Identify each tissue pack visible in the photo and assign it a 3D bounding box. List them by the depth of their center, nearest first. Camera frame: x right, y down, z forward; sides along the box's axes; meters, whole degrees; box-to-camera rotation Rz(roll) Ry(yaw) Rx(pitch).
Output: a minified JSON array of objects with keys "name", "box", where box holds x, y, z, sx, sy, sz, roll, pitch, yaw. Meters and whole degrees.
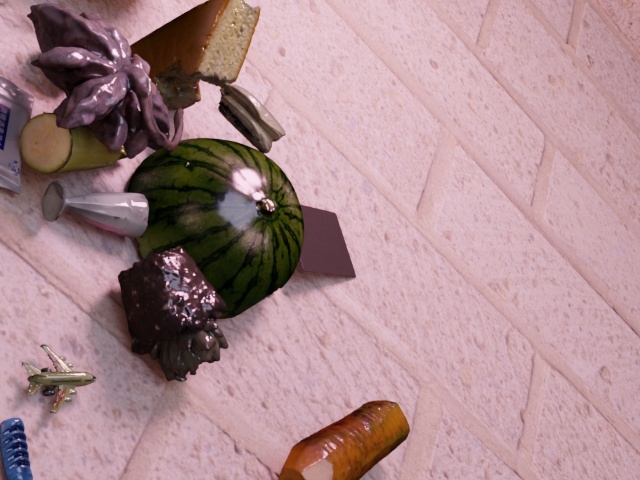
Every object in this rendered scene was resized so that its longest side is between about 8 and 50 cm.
[{"name":"tissue pack","box":[-0.495,-0.171,1.669,0.122,0.026,0.193,26,51,-37]}]

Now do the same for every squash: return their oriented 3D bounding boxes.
[{"name":"squash","box":[-0.363,-0.146,1.746,0.224,0.094,0.094,-1,67,-64]}]

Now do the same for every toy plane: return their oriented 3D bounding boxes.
[{"name":"toy plane","box":[-0.368,0.196,1.564,0.111,0.040,0.102,11,61,-45]}]

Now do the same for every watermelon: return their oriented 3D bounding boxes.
[{"name":"watermelon","box":[-0.146,-0.052,1.866,0.330,0.189,0.331,34,43,-38]}]

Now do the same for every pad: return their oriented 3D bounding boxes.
[{"name":"pad","box":[0.000,0.000,2.091,0.211,0.003,0.143,11,58,-60]}]

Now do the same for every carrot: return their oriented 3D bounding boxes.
[{"name":"carrot","box":[0.037,0.355,1.857,0.301,0.114,0.114,-24,85,-54]}]

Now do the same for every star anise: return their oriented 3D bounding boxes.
[{"name":"star anise","box":[-0.315,-0.247,1.706,0.316,0.139,0.359,60,17,-22]}]

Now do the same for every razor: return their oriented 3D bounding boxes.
[{"name":"razor","box":[-0.384,0.355,1.445,0.082,0.042,0.253,6,61,-45]}]

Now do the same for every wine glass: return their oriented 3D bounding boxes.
[{"name":"wine glass","box":[-0.350,-0.048,1.723,0.155,0.073,0.073,9,60,-41]}]

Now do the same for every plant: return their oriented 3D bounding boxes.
[{"name":"plant","box":[-0.223,0.115,1.700,0.129,0.132,0.195,-24,87,-45]}]

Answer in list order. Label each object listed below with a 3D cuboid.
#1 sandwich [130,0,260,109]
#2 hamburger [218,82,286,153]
[{"name":"sandwich","box":[-0.211,-0.327,1.923,0.122,0.235,0.128,12,56,-58]},{"name":"hamburger","box":[-0.124,-0.212,1.920,0.140,0.062,0.133,42,-2,-25]}]
